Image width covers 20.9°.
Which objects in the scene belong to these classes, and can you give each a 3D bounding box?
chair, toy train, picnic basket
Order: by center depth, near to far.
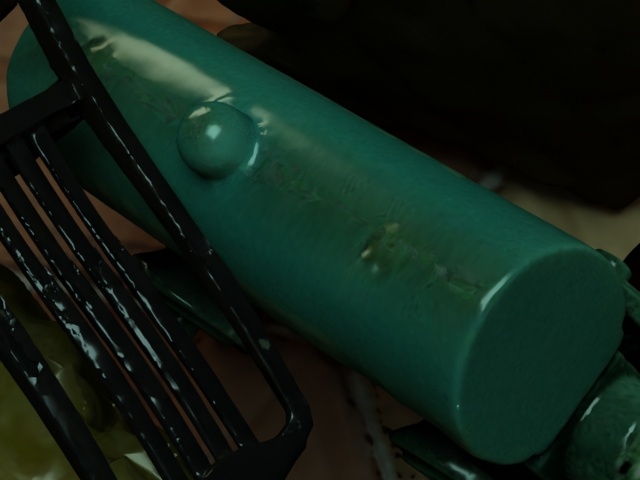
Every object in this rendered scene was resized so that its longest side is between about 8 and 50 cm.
[{"bbox_3d":[-0.097,0.000,0.521,0.084,0.101,0.212,-33,95,-33],"label":"chair"},{"bbox_3d":[0.000,0.000,0.556,0.248,0.159,0.101,31,82,37],"label":"toy train"},{"bbox_3d":[0.029,-0.188,0.596,0.321,0.291,0.254,26,69,7],"label":"picnic basket"}]

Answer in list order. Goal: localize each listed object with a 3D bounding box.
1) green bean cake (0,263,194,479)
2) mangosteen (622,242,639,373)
[{"bbox_3d":[-0.129,0.134,0.544,0.229,0.131,0.224,-43,67,-15],"label":"green bean cake"},{"bbox_3d":[0.136,0.031,0.602,0.081,0.081,0.081,-2,64,4],"label":"mangosteen"}]
